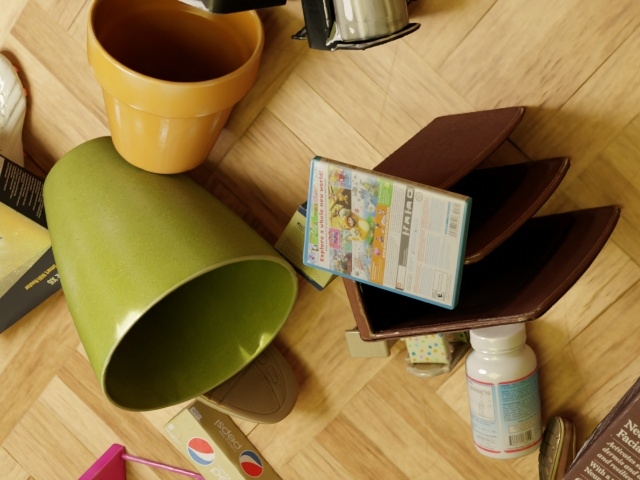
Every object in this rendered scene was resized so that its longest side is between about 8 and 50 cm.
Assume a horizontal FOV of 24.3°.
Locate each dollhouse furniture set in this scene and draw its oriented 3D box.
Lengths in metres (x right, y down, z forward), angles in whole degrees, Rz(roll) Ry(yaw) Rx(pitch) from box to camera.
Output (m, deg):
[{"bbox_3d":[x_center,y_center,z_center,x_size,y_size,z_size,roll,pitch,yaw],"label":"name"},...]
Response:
[{"bbox_3d":[0.082,0.063,1.801,0.161,0.101,0.182,-3,111,30],"label":"dollhouse furniture set"}]

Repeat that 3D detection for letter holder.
[{"bbox_3d":[0.177,-0.030,1.581,0.214,0.302,0.152,-7,109,31],"label":"letter holder"}]

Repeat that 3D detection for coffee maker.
[{"bbox_3d":[0.014,-0.308,1.653,0.171,0.120,0.178,-1,111,30],"label":"coffee maker"}]

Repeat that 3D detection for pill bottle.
[{"bbox_3d":[0.220,0.175,1.788,0.087,0.087,0.160,4,114,28],"label":"pill bottle"}]

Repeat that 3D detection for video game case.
[{"bbox_3d":[0.063,-0.008,1.457,0.166,0.015,0.119,16,120,21],"label":"video game case"}]

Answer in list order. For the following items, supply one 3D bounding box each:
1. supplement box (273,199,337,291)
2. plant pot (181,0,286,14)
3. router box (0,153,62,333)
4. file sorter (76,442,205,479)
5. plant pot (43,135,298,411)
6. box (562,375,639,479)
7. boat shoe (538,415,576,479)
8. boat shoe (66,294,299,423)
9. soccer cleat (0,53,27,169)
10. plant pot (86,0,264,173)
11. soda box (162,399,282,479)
[{"bbox_3d":[0.000,0.000,1.845,0.083,0.056,0.083,39,126,8],"label":"supplement box"},{"bbox_3d":[-0.131,-0.369,1.676,0.188,0.187,0.167,26,111,17],"label":"plant pot"},{"bbox_3d":[-0.482,0.009,2.034,0.243,0.081,0.309,32,132,-28],"label":"router box"},{"bbox_3d":[-0.265,0.484,2.138,0.182,0.202,0.291,12,118,21],"label":"file sorter"},{"bbox_3d":[-0.220,0.015,1.864,0.293,0.274,0.275,52,130,28],"label":"plant pot"},{"bbox_3d":[0.457,0.180,1.628,0.191,0.143,0.381,38,124,9],"label":"box"},{"bbox_3d":[0.300,0.290,1.821,0.060,0.064,0.178,-1,117,-4],"label":"boat shoe"},{"bbox_3d":[-0.180,0.144,1.994,0.341,0.122,0.110,30,159,10],"label":"boat shoe"},{"bbox_3d":[-0.436,-0.154,2.003,0.068,0.076,0.196,12,118,24],"label":"soccer cleat"},{"bbox_3d":[-0.181,-0.188,1.785,0.205,0.205,0.188,30,139,14],"label":"plant pot"},{"bbox_3d":[-0.131,0.303,2.062,0.181,0.058,0.061,51,126,0],"label":"soda box"}]
